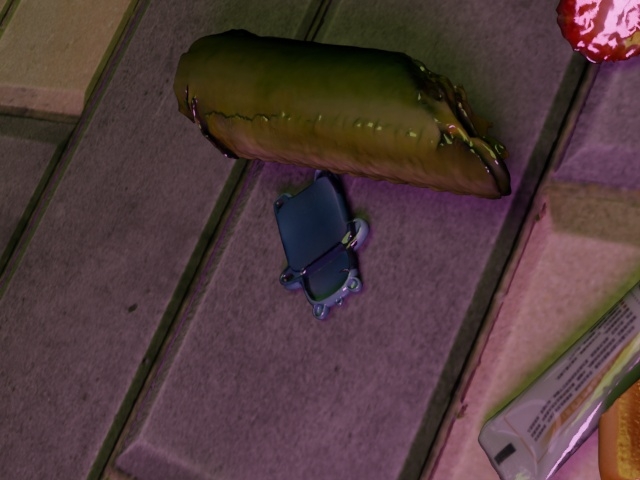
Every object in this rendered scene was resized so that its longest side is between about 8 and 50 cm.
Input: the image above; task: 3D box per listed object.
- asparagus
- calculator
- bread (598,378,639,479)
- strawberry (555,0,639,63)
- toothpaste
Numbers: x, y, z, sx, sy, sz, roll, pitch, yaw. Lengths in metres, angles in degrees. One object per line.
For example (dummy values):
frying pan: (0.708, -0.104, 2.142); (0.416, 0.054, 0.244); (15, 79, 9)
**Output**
asparagus: (0.025, -0.108, 0.885); (0.128, 0.108, 0.382); (-27, 28, -36)
calculator: (0.000, 0.000, 0.909); (0.094, 0.019, 0.141); (-36, 47, 22)
bread: (0.195, 0.104, 0.637); (0.062, 0.049, 0.103); (-5, 58, 18)
strawberry: (0.253, -0.256, 0.771); (0.236, 0.175, 0.107); (-35, 5, 30)
toothpaste: (0.197, 0.056, 0.676); (0.255, 0.037, 0.067); (-48, 37, 12)
